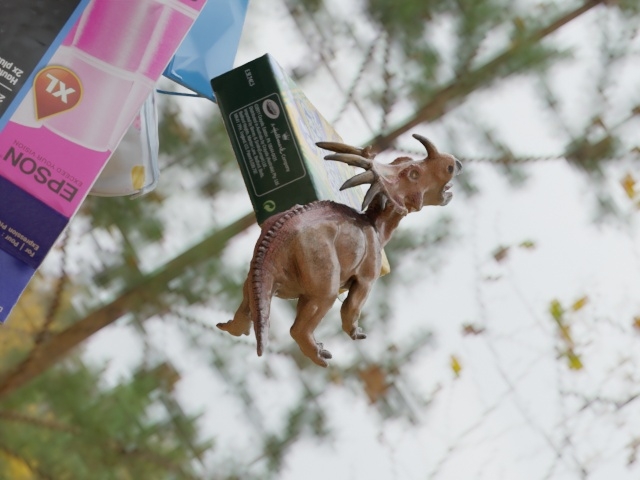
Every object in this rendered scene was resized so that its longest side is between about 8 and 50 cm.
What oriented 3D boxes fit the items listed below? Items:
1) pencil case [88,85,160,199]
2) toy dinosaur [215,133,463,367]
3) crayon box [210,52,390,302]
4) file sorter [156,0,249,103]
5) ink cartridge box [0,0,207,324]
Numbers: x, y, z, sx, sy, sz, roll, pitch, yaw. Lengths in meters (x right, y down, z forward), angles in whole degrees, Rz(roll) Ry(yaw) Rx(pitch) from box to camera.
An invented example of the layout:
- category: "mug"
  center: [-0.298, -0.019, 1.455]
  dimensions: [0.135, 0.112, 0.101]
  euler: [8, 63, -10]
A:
- category: "pencil case"
  center: [-0.224, -0.184, 1.848]
  dimensions: [0.113, 0.124, 0.273]
  euler: [-61, 157, -71]
- category: "toy dinosaur"
  center: [0.000, 0.000, 1.705]
  dimensions: [0.127, 0.296, 0.200]
  euler: [28, -57, 25]
- category: "crayon box"
  center: [-0.012, -0.065, 2.079]
  dimensions: [0.323, 0.083, 0.203]
  euler: [46, 22, -64]
- category: "file sorter"
  center: [-0.167, -0.263, 2.049]
  dimensions: [0.105, 0.170, 0.118]
  euler: [10, -8, 32]
- category: "ink cartridge box"
  center: [-0.246, -0.124, 1.449]
  dimensions: [0.176, 0.371, 0.069]
  euler: [33, -31, -9]
